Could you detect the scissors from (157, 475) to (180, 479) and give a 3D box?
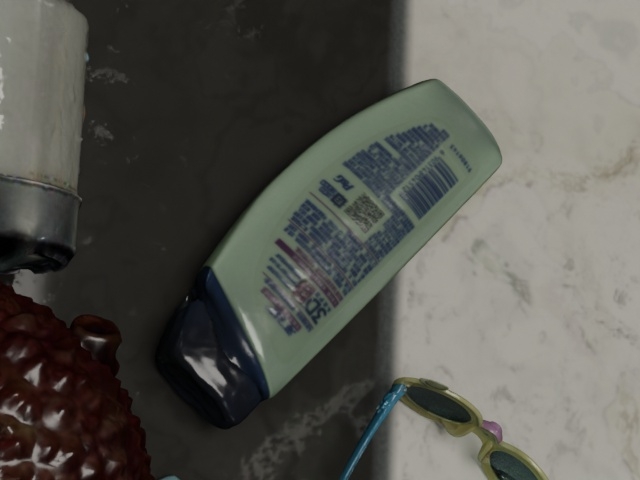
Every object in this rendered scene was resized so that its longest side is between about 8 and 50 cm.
[{"bbox_3d":[-0.208,0.327,1.522,0.360,0.029,0.191,-20,87,-23],"label":"scissors"}]

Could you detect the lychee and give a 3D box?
[{"bbox_3d":[-0.268,0.176,1.368,0.330,0.306,0.306,-41,100,-17],"label":"lychee"}]

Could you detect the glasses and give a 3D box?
[{"bbox_3d":[0.081,0.243,1.660,0.189,0.088,0.220,43,88,-14],"label":"glasses"}]

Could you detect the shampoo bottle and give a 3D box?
[{"bbox_3d":[0.000,0.000,1.636,0.359,0.078,0.134,-44,97,-23],"label":"shampoo bottle"}]

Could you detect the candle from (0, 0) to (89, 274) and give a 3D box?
[{"bbox_3d":[-0.275,-0.130,1.476,0.187,0.187,0.330,7,79,-23],"label":"candle"}]
